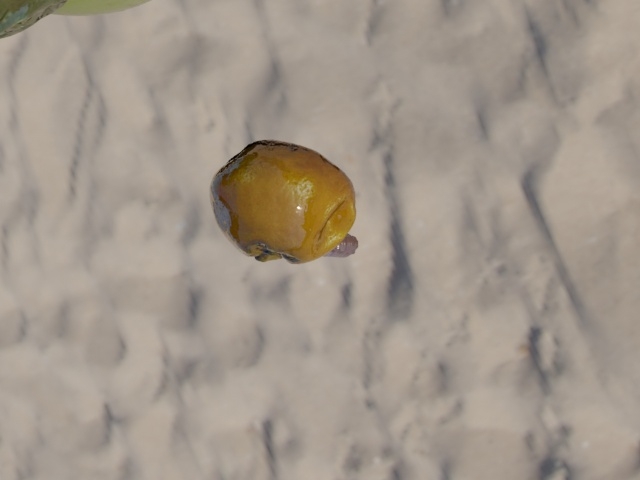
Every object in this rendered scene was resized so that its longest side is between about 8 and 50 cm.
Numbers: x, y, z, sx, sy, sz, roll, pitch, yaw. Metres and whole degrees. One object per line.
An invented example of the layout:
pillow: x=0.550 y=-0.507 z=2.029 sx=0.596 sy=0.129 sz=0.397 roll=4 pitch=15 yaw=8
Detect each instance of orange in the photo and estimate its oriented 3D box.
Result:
orange: x=-0.025 y=-0.018 z=0.987 sx=0.086 sy=0.062 sz=0.086 roll=17 pitch=153 yaw=9

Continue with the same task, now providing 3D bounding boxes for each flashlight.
flashlight: x=0.000 y=0.000 z=1.657 sx=0.052 sy=0.110 sz=0.031 roll=7 pitch=93 yaw=34

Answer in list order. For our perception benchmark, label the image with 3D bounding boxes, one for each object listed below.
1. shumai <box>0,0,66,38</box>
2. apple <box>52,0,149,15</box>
shumai: x=-0.267 y=-0.177 z=0.968 sx=0.256 sy=0.218 sz=0.189 roll=-18 pitch=98 yaw=27
apple: x=-0.233 y=-0.354 z=1.462 sx=0.357 sy=0.357 sz=0.357 roll=26 pitch=126 yaw=42
